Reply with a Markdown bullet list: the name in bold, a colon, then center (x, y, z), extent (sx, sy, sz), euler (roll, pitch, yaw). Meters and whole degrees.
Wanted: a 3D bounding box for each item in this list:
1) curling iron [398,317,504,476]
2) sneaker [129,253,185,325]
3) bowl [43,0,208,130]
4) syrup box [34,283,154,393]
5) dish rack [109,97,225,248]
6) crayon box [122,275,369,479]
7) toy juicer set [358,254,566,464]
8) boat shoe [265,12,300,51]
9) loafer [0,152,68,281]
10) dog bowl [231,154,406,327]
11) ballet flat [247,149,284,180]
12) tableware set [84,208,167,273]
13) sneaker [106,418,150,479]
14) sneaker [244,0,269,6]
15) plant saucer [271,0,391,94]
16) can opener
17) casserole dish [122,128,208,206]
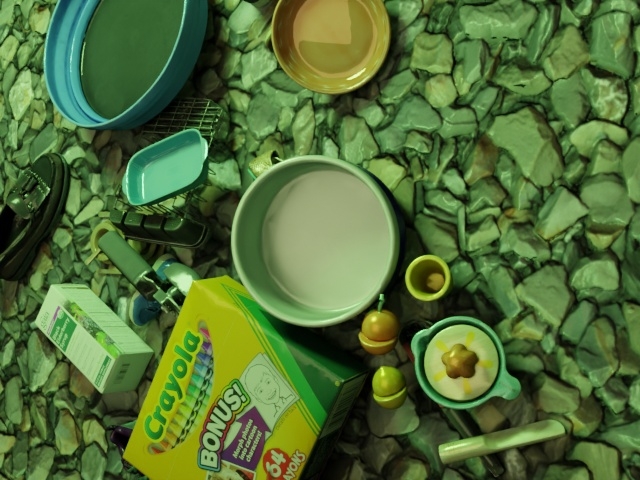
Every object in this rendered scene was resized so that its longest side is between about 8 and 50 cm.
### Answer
- **curling iron**: center (0.199, 0.233, 1.605), extent (0.068, 0.035, 0.274), euler (-39, 66, 28)
- **sneaker**: center (-0.294, 0.108, 1.958), extent (0.084, 0.058, 0.152), euler (41, 104, 40)
- **bowl**: center (-0.366, -0.390, 1.998), extent (0.391, 0.077, 0.391), euler (-12, 71, 36)
- **syrup box**: center (-0.437, 0.185, 2.035), extent (0.237, 0.096, 0.093), euler (37, 109, 31)
- **dish rack**: center (-0.269, -0.130, 1.934), extent (0.208, 0.074, 0.272), euler (8, 74, 35)
- **crayon box**: center (-0.132, 0.291, 1.760), extent (0.313, 0.106, 0.363), euler (31, 109, 22)
- **toy juicer set**: center (0.177, 0.202, 1.553), extent (0.209, 0.089, 0.329), euler (-37, 71, 10)
- **boat shoe**: center (-0.023, -0.398, 1.797), extent (0.190, 0.068, 0.072), euler (-36, 54, 18)
- **loafer**: center (-0.614, -0.046, 2.178), extent (0.109, 0.095, 0.303), euler (39, 110, 31)
- **dog bowl**: center (0.000, 0.000, 1.670), extent (0.264, 0.104, 0.265), euler (1, 92, 16)
- **ballet flat**: center (-0.046, -0.079, 1.786), extent (0.067, 0.073, 0.206), euler (-45, 66, 9)
- **tableware set**: center (-0.378, 0.004, 2.037), extent (0.194, 0.039, 0.128), euler (-1, 87, 36)
- **sneaker**: center (-0.314, 0.427, 1.928), extent (0.083, 0.098, 0.224), euler (-49, 61, 23)
- **sneaker**: center (-0.103, -0.512, 1.795), extent (0.086, 0.163, 0.226), euler (45, 111, 31)
- **plant saucer**: center (0.019, -0.339, 1.731), extent (0.199, 0.037, 0.200), euler (3, 104, 13)
- **can opener**: center (-0.293, 0.057, 1.898), extent (0.095, 0.076, 0.283), euler (-42, 48, -10)
- **casserole dish**: center (-0.264, -0.122, 1.858), extent (0.188, 0.037, 0.114), euler (-21, 60, 25)
